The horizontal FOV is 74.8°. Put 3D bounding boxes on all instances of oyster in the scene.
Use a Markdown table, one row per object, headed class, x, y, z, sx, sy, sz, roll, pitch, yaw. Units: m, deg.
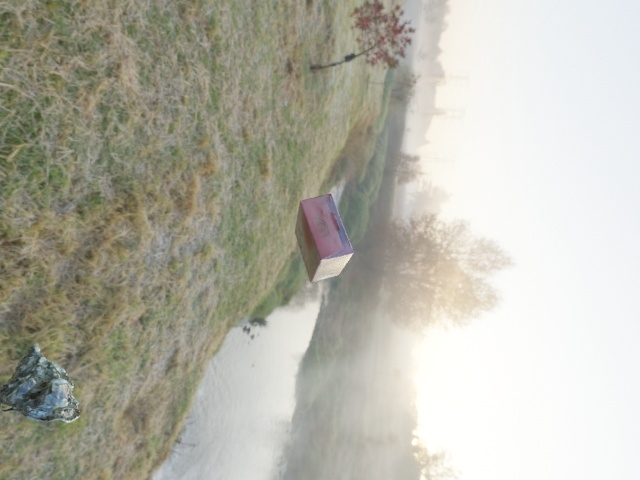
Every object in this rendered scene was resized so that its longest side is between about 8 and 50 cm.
| class | x | y | z | sx | sy | sz | roll | pitch | yaw |
| --- | --- | --- | --- | --- | --- | --- | --- | --- | --- |
| oyster | -0.584 | 0.313 | 0.888 | 0.252 | 0.200 | 0.087 | -150 | -105 | -82 |

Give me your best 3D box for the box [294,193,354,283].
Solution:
| class | x | y | z | sx | sy | sz | roll | pitch | yaw |
| --- | --- | --- | --- | --- | --- | --- | --- | --- | --- |
| box | 0.000 | 0.000 | 0.713 | 0.156 | 0.060 | 0.111 | 111 | -37 | -67 |
